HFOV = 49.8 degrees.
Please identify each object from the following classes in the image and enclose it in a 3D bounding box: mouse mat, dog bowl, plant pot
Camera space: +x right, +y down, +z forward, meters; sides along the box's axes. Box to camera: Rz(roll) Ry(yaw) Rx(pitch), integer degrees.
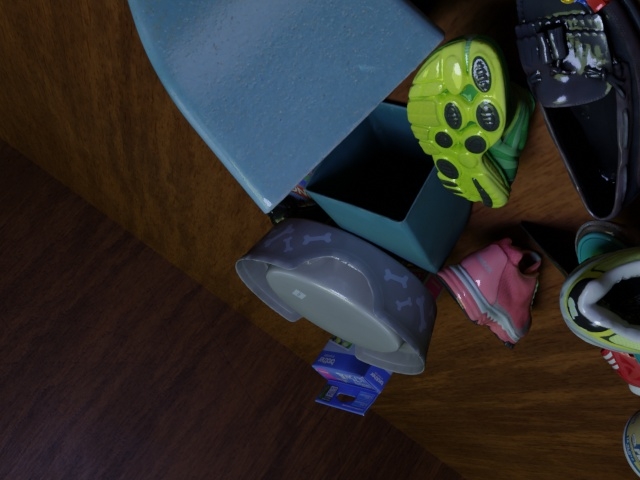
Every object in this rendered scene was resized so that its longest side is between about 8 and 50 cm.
[{"bbox_3d":[0.360,0.062,0.985,0.190,0.007,0.152,44,-166,-19],"label":"mouse mat"},{"bbox_3d":[0.034,0.090,1.140,0.349,0.102,0.348,27,160,11],"label":"dog bowl"},{"bbox_3d":[-0.063,-0.213,0.755,0.252,0.247,0.248,44,-177,-10],"label":"plant pot"},{"bbox_3d":[0.124,-0.060,1.013,0.166,0.165,0.234,22,164,33],"label":"plant pot"}]

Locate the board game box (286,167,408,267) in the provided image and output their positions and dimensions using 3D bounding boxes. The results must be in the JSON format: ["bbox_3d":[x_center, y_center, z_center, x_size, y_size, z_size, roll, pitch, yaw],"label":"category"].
[{"bbox_3d":[0.018,-0.063,1.326,0.317,0.046,0.213,26,158,25],"label":"board game box"}]

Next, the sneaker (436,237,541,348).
[{"bbox_3d":[0.304,0.080,1.096,0.116,0.136,0.314,57,-165,29],"label":"sneaker"}]

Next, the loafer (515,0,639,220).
[{"bbox_3d":[0.266,-0.141,0.683,0.109,0.095,0.302,11,149,48],"label":"loafer"}]

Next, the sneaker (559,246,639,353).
[{"bbox_3d":[0.419,0.060,0.634,0.385,0.145,0.147,-11,176,26],"label":"sneaker"}]

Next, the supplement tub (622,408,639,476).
[{"bbox_3d":[0.594,0.321,1.117,0.144,0.144,0.199,30,159,15],"label":"supplement tub"}]

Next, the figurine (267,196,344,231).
[{"bbox_3d":[0.000,0.000,1.324,0.209,0.092,0.215,24,159,49],"label":"figurine"}]

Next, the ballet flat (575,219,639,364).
[{"bbox_3d":[0.410,0.053,0.872,0.108,0.106,0.316,17,152,48],"label":"ballet flat"}]

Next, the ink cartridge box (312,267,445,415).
[{"bbox_3d":[0.102,0.187,1.360,0.065,0.311,0.186,42,158,-23],"label":"ink cartridge box"}]

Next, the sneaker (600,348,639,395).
[{"bbox_3d":[0.509,0.184,1.038,0.128,0.087,0.221,38,159,-9],"label":"sneaker"}]

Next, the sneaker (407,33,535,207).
[{"bbox_3d":[0.173,-0.143,0.773,0.109,0.123,0.295,18,165,22],"label":"sneaker"}]

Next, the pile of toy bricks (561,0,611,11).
[{"bbox_3d":[0.184,-0.287,0.518,0.105,0.118,0.212,-37,91,40],"label":"pile of toy bricks"}]
